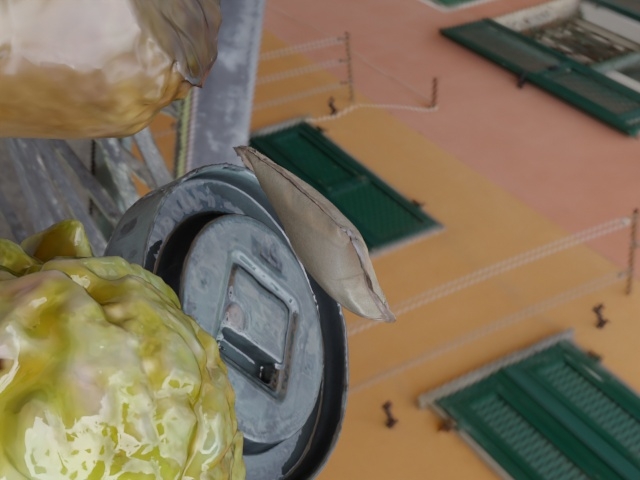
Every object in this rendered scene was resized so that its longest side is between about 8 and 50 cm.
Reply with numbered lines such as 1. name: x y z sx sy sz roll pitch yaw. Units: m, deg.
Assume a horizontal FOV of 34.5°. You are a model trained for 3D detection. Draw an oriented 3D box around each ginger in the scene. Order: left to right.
1. ginger: -0.201 -0.143 0.480 0.223 0.200 0.269 -26 99 14

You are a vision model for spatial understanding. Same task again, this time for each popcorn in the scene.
1. popcorn: -0.128 0.090 0.499 0.167 0.187 0.185 5 102 -49

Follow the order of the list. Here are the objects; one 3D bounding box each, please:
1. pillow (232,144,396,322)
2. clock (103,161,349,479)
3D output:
1. pillow: 0.000 0.000 0.775 0.038 0.130 0.232 -44 160 -7
2. clock: -0.081 0.086 0.983 0.066 0.319 0.319 -15 143 31
